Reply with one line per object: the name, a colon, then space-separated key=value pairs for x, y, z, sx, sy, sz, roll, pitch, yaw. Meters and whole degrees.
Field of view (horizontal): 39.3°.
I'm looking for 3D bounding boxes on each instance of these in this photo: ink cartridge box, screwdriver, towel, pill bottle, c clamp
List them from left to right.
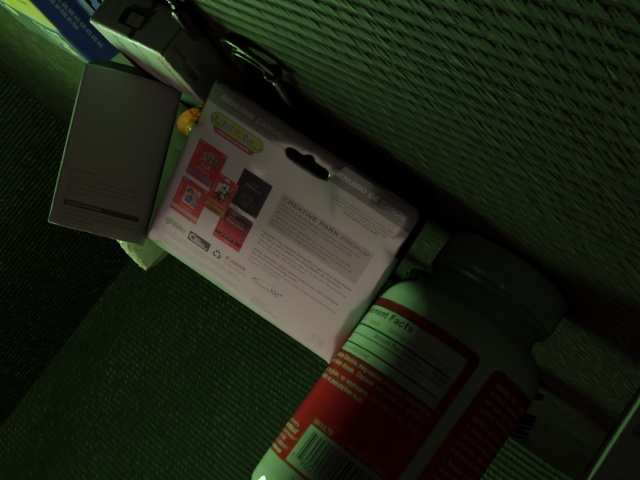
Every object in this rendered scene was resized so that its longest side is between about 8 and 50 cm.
ink cartridge box: x=-0.445 y=-0.385 z=1.364 sx=0.307 sy=0.072 sz=0.303 roll=34 pitch=171 yaw=30
screwdriver: x=-0.176 y=-0.282 z=0.993 sx=0.170 sy=0.024 sz=0.025 roll=50 pitch=-167 yaw=-52
ink cartridge box: x=-0.200 y=-0.247 z=1.132 sx=0.150 sy=0.063 sz=0.109 roll=30 pitch=170 yaw=34
towel: x=-0.264 y=-0.099 z=1.502 sx=0.187 sy=0.282 sz=0.049 roll=42 pitch=148 yaw=2
c clamp: x=-0.053 y=-0.182 z=1.064 sx=0.137 sy=0.022 sz=0.161 roll=38 pitch=175 yaw=29
ink cartridge box: x=-0.034 y=-0.041 z=1.176 sx=0.309 sy=0.272 sz=0.130 roll=34 pitch=-145 yaw=6
pill bottle: x=0.119 y=0.198 z=1.104 sx=0.229 sy=0.408 sz=0.229 roll=36 pitch=172 yaw=6

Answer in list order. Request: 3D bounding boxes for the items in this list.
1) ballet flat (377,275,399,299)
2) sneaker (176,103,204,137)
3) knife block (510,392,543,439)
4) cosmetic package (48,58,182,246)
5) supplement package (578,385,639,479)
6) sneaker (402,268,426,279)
ballet flat: x=0.078 y=0.061 z=1.695 sx=0.203 sy=0.074 sz=0.074 roll=37 pitch=172 yaw=-23
sneaker: x=-0.185 y=-0.175 z=1.419 sx=0.175 sy=0.067 sz=0.064 roll=18 pitch=127 yaw=50
knife block: x=0.276 y=0.300 z=1.653 sx=0.088 sy=0.275 sz=0.242 roll=20 pitch=132 yaw=61
cosmetic package: x=-0.289 y=-0.137 z=1.298 sx=0.138 sy=0.225 sz=0.224 roll=15 pitch=-170 yaw=-11
supplement package: x=0.407 y=0.254 z=0.963 sx=0.198 sy=0.199 sz=0.263 roll=33 pitch=171 yaw=20
sneaker: x=0.187 y=0.116 z=1.463 sx=0.108 sy=0.100 sz=0.271 roll=33 pitch=173 yaw=-18
